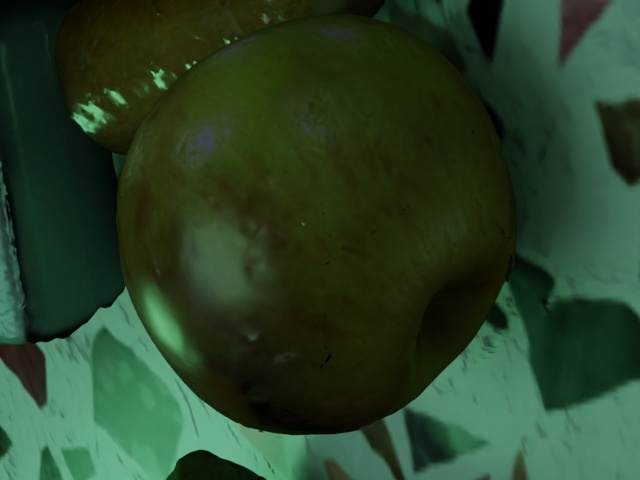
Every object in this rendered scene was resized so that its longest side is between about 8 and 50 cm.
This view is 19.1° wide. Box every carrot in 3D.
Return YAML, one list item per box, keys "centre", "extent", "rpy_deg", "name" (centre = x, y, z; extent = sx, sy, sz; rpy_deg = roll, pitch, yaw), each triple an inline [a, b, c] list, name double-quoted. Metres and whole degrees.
- centre: [-0.030, -0.086, 0.718]
  extent: [0.205, 0.072, 0.072]
  rpy_deg: [-18, 91, 54]
  name: "carrot"

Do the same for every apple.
- centre: [0.000, 0.000, 0.649]
  extent: [0.146, 0.146, 0.146]
  rpy_deg: [29, 128, 45]
  name: "apple"

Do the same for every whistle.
- centre: [-0.191, -0.099, 0.863]
  extent: [0.163, 0.163, 0.290]
  rpy_deg: [12, 114, 52]
  name: "whistle"

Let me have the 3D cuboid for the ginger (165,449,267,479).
- centre: [0.018, 0.193, 0.774]
  extent: [0.290, 0.089, 0.137]
  rpy_deg: [26, 108, 41]
  name: "ginger"
